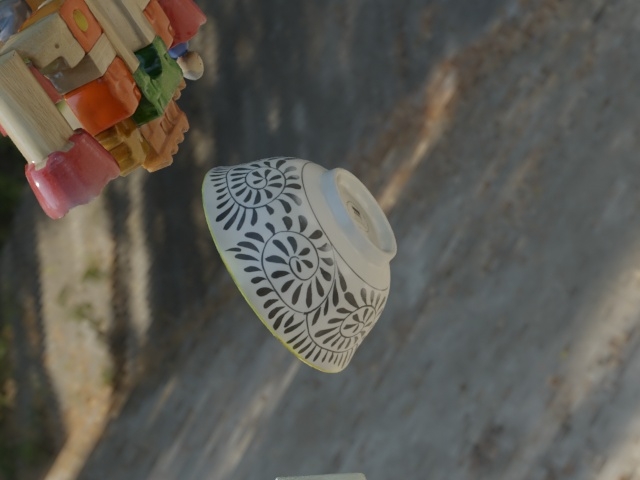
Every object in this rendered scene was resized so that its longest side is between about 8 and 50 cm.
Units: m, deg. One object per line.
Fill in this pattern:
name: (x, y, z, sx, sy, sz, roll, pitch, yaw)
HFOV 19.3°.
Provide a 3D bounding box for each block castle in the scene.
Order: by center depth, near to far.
block castle: (-0.301, -0.134, 1.981, 0.303, 0.213, 0.453, -26, 22, 23)

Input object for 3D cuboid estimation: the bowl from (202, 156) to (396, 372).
bowl: (0.000, 0.000, 1.314, 0.080, 0.170, 0.170, -34, 16, 19)

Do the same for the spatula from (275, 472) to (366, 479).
spatula: (-0.052, 0.251, 1.625, 0.168, 0.242, 0.019, -120, 34, -56)
